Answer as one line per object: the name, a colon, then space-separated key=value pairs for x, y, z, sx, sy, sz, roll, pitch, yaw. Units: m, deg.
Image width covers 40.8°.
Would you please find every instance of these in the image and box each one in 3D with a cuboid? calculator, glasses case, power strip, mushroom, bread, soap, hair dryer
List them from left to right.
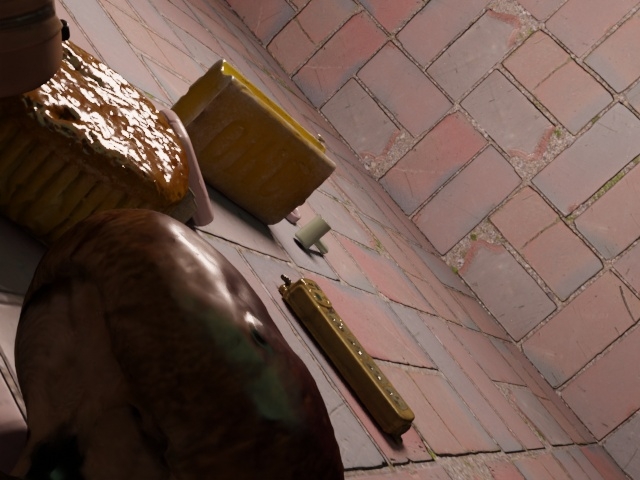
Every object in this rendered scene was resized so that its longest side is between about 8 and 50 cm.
bread: x=-0.256 y=-0.100 z=0.854 sx=0.253 sy=0.142 sz=0.227 roll=42 pitch=20 yaw=-31
mushroom: x=-0.119 y=0.116 z=0.536 sx=0.254 sy=0.267 sz=0.267 roll=3 pitch=32 yaw=-21
glasses case: x=-0.208 y=-0.083 z=1.076 sx=0.071 sy=0.047 sz=0.205 roll=46 pitch=-2 yaw=-29
calculator: x=-0.186 y=-0.096 z=1.171 sx=0.100 sy=0.032 sz=0.175 roll=50 pitch=-21 yaw=50
soap: x=-0.119 y=-0.155 z=1.422 sx=0.274 sy=0.173 sz=0.089 roll=36 pitch=18 yaw=-42
hair dryer: x=0.000 y=0.000 z=1.629 sx=0.038 sy=0.063 sz=0.124 roll=51 pitch=0 yaw=29
power strip: x=0.036 y=0.159 z=1.247 sx=0.305 sy=0.044 sz=0.064 roll=51 pitch=13 yaw=22

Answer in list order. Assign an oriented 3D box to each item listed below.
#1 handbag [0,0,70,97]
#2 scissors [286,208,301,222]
handbag: x=-0.363 y=-0.231 z=0.700 sx=0.302 sy=0.283 sz=0.149 roll=-119 pitch=-156 yaw=-43
scissors: x=-0.116 y=-0.134 z=1.708 sx=0.118 sy=0.030 sz=0.242 roll=31 pitch=23 yaw=-52
